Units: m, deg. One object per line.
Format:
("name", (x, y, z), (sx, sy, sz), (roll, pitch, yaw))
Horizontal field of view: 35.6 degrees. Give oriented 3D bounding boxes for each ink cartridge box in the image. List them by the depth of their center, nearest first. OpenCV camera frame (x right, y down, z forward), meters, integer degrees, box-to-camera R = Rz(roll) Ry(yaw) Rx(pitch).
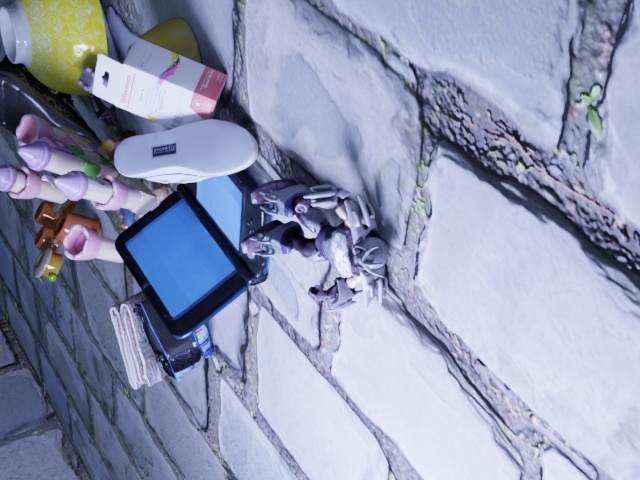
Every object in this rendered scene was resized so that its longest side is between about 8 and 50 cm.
("ink cartridge box", (-0.263, -0.252, 1.621), (0.115, 0.198, 0.067), (122, 168, -56))
("ink cartridge box", (-0.476, -0.368, 2.114), (0.208, 0.045, 0.206), (-18, 90, 65))

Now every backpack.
("backpack", (-0.288, 0.198, 2.011), (0.158, 0.117, 0.173), (59, 167, 27))

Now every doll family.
("doll family", (-0.399, -0.115, 2.033), (0.263, 0.118, 0.163), (55, 148, 31))

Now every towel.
("towel", (-0.369, 0.202, 2.118), (0.282, 0.049, 0.187), (-56, -48, -83))

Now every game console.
("game console", (-0.227, -0.028, 1.702), (0.293, 0.173, 0.250), (48, 145, 39))

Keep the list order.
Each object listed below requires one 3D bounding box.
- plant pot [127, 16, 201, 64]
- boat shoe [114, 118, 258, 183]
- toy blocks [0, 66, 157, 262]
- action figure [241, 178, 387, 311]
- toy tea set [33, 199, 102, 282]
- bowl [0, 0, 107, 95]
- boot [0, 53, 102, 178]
("plant pot", (-0.274, -0.308, 1.710), (0.134, 0.095, 0.134), (39, 138, 47))
("boat shoe", (-0.209, -0.142, 1.632), (0.258, 0.084, 0.095), (2, 82, 24))
("toy blocks", (-0.458, -0.160, 1.836), (0.289, 0.260, 0.308), (39, 102, 33))
("action figure", (0.000, 0.000, 1.376), (0.285, 0.099, 0.185), (23, 120, 53))
("toy tea set", (-0.642, -0.026, 2.562), (0.200, 0.124, 0.336), (-53, 31, 19))
("bowl", (-0.552, -0.422, 2.007), (0.289, 0.156, 0.289), (36, 134, 50))
("boot", (-0.572, -0.287, 2.207), (0.138, 0.377, 0.284), (-36, 33, 21))
